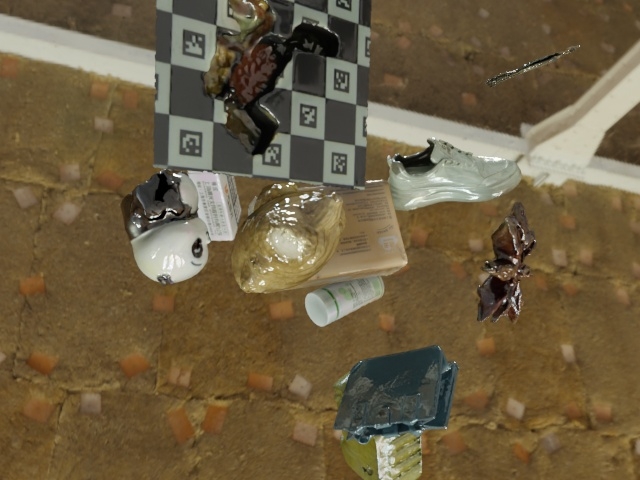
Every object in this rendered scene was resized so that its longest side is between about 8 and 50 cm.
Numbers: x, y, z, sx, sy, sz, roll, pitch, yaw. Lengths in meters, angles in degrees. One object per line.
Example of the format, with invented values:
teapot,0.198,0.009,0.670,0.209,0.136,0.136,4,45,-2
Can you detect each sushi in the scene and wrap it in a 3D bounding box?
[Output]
sushi,-0.079,-0.253,0.889,0.359,0.064,0.342,2,-90,-39

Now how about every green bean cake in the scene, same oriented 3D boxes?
green bean cake,0.122,0.443,1.463,0.124,0.236,0.233,-22,-149,-28

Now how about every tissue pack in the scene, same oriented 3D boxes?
tissue pack,0.000,0.000,1.424,0.306,0.238,0.238,-8,-115,-23

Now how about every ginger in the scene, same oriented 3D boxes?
ginger,-0.033,-0.002,0.494,0.067,0.165,0.096,42,-94,-16

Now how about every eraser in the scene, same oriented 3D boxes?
eraser,-0.271,-0.143,1.594,0.086,0.287,0.130,2,-140,9

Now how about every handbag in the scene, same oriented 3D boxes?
handbag,0.141,0.299,1.195,0.062,0.229,0.179,50,-139,-25

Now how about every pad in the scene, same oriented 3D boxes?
pad,0.516,-0.426,1.516,0.233,0.174,0.022,-32,-78,-48

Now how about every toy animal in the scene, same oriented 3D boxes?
toy animal,-0.250,-0.021,1.038,0.138,0.166,0.179,-23,-87,6

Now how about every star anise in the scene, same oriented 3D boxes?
star anise,0.389,0.063,1.295,0.088,0.288,0.288,18,-132,32

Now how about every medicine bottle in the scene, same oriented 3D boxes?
medicine bottle,0.060,0.131,1.489,0.183,0.086,0.086,-22,-108,-34

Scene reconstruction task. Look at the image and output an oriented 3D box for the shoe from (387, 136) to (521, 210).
shoe,0.290,-0.171,1.418,0.317,0.159,0.124,-12,-141,7
